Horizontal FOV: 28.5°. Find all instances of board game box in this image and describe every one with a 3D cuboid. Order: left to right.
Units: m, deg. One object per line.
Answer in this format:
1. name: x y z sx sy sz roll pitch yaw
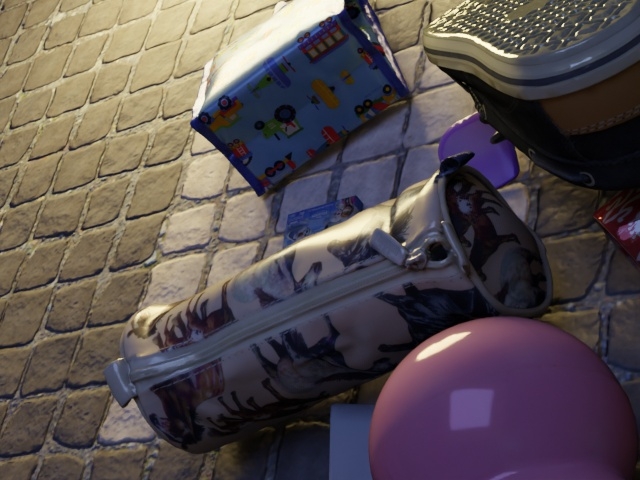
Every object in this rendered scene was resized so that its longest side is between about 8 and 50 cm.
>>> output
1. board game box: 0.000 0.000 1.373 0.090 0.020 0.090 -16 48 28

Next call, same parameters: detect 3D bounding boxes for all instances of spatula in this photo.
1. spatula: 0.166 -0.014 1.241 0.084 0.030 0.296 -24 43 22

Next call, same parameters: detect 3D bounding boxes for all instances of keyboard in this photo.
1. keyboard: 0.043 0.224 1.073 0.072 0.014 0.256 -3 32 3

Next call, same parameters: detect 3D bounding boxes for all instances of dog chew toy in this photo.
1. dog chew toy: 0.155 0.220 0.920 0.206 0.206 0.332 -28 50 17

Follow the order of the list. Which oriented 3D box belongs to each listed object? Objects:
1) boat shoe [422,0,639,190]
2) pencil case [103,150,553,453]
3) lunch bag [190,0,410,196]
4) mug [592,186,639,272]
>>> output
1. boat shoe: 0.218 -0.165 1.198 0.186 0.156 0.500 -28 18 4
2. pencil case: -0.002 0.069 1.168 0.410 0.183 0.160 -26 65 27
3. lunch bag: -0.040 -0.228 1.543 0.221 0.138 0.293 -34 31 14
4. mug: 0.333 -0.033 1.063 0.169 0.113 0.150 -41 38 7
